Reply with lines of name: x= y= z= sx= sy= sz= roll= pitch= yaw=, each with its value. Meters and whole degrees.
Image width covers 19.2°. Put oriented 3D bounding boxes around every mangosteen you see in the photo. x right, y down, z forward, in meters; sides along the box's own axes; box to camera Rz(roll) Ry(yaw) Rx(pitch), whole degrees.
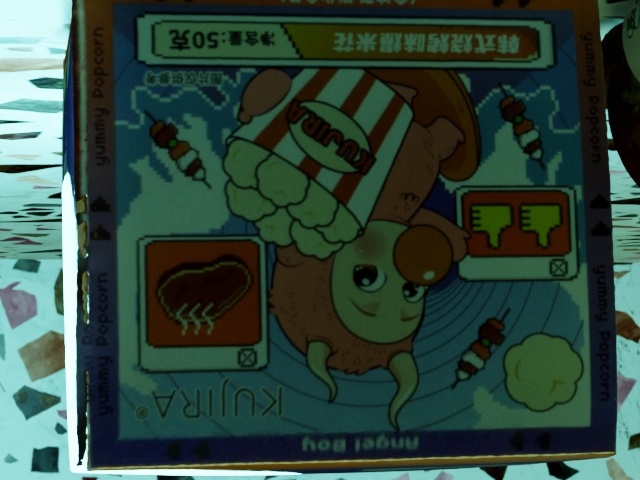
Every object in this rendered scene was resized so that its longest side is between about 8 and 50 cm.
mangosteen: x=0.278 y=-0.102 z=1.332 sx=0.145 sy=0.156 sz=0.181 roll=-32 pitch=-168 yaw=24

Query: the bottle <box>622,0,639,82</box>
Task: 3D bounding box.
bottle: x=0.248 y=-0.135 z=1.132 sx=0.098 sy=0.099 sz=0.152 roll=0 pitch=172 yaw=-15

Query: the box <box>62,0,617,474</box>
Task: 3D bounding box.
box: x=0.000 y=0.000 z=1.290 sx=0.348 sy=0.319 sz=0.257 roll=1 pitch=174 yaw=-9
